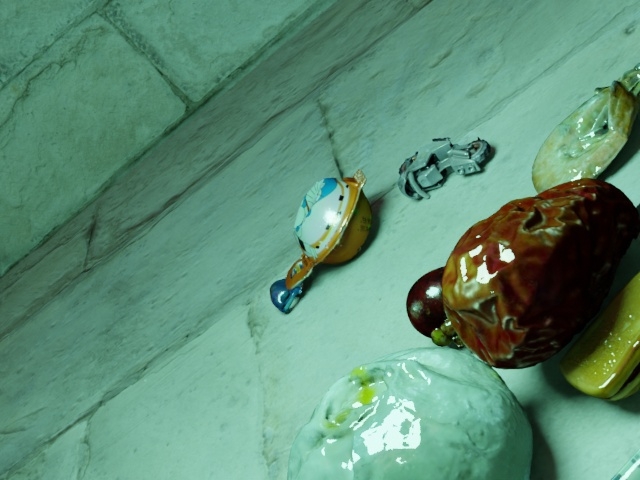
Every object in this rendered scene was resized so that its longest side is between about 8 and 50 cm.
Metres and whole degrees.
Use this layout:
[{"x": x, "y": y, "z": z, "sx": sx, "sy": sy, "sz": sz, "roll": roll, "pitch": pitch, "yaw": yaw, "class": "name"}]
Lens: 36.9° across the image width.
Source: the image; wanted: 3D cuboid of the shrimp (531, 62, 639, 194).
[{"x": 0.484, "y": -0.190, "z": 1.616, "sx": 0.317, "sy": 0.077, "sz": 0.168, "roll": -45, "pitch": 30, "yaw": 12, "class": "shrimp"}]

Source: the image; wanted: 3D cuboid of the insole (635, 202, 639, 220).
[{"x": 0.491, "y": -0.046, "z": 1.457, "sx": 0.153, "sy": 0.002, "sz": 0.053, "roll": -50, "pitch": 26, "yaw": -13, "class": "insole"}]

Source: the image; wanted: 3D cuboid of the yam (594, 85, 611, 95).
[{"x": 0.546, "y": -0.263, "z": 1.693, "sx": 0.027, "sy": 0.033, "sz": 0.129, "roll": -32, "pitch": 20, "yaw": -36, "class": "yam"}]

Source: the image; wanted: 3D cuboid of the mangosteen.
[{"x": 0.202, "y": 0.110, "z": 1.514, "sx": 0.140, "sy": 0.140, "sz": 0.140, "roll": -34, "pitch": 27, "yaw": 19, "class": "mangosteen"}]

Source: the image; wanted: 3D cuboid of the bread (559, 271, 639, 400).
[{"x": 0.403, "y": 0.124, "z": 1.232, "sx": 0.200, "sy": 0.077, "sz": 0.116, "roll": -47, "pitch": 26, "yaw": -5, "class": "bread"}]

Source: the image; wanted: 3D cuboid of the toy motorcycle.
[{"x": 0.232, "y": -0.145, "z": 1.904, "sx": 0.215, "sy": 0.080, "sz": 0.122, "roll": -10, "pitch": 40, "yaw": 43, "class": "toy motorcycle"}]

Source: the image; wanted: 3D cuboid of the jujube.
[{"x": 0.312, "y": 0.031, "z": 1.325, "sx": 0.342, "sy": 0.216, "sz": 0.216, "roll": -31, "pitch": 15, "yaw": -34, "class": "jujube"}]

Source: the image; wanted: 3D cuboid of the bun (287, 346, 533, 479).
[{"x": 0.098, "y": 0.283, "z": 1.275, "sx": 0.362, "sy": 0.211, "sz": 0.362, "roll": -35, "pitch": 24, "yaw": 18, "class": "bun"}]

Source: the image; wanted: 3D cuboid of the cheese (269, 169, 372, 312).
[{"x": 0.000, "y": 0.000, "z": 1.963, "sx": 0.329, "sy": 0.129, "sz": 0.217, "roll": -56, "pitch": 16, "yaw": 15, "class": "cheese"}]

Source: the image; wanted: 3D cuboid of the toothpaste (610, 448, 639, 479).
[{"x": 0.322, "y": 0.316, "z": 1.098, "sx": 0.239, "sy": 0.039, "sz": 0.062, "roll": -47, "pitch": 32, "yaw": -3, "class": "toothpaste"}]
